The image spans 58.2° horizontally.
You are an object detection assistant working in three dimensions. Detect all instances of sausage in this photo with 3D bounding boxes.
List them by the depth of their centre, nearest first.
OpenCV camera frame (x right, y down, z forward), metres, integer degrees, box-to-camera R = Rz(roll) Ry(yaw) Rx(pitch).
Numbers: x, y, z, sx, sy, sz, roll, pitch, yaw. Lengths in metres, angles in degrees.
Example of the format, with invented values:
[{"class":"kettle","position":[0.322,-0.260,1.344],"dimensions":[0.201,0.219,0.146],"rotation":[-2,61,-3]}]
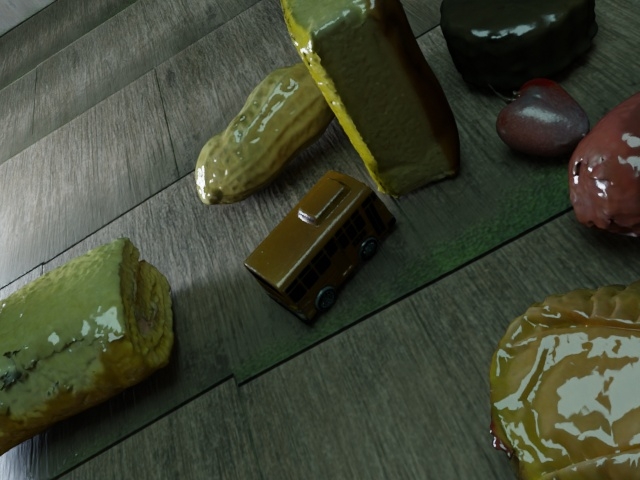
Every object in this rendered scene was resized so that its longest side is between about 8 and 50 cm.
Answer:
[{"class":"sausage","position":[0.403,-0.107,0.631],"dimensions":[0.280,0.152,0.152],"rotation":[-31,45,-2]}]

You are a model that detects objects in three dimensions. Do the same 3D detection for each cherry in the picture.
[{"class":"cherry","position":[0.296,-0.160,0.781],"dimensions":[0.106,0.087,0.126],"rotation":[-26,64,0]}]

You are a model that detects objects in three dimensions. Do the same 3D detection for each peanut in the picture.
[{"class":"peanut","position":[-0.095,-0.175,0.978],"dimensions":[0.305,0.147,0.147],"rotation":[-48,46,1]}]

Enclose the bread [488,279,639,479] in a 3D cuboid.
[{"class":"bread","position":[0.281,0.143,0.500],"dimensions":[0.274,0.149,0.274],"rotation":[-17,52,24]}]

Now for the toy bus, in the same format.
[{"class":"toy bus","position":[0.000,0.000,0.799],"dimensions":[0.201,0.114,0.098],"rotation":[-48,47,-13]}]

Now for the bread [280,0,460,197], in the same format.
[{"class":"bread","position":[0.070,-0.272,0.836],"dimensions":[0.143,0.333,0.323],"rotation":[-24,50,14]}]

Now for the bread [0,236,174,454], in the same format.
[{"class":"bread","position":[-0.413,0.174,0.861],"dimensions":[0.375,0.165,0.236],"rotation":[-27,41,9]}]

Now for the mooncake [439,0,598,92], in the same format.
[{"class":"mooncake","position":[0.306,-0.336,0.896],"dimensions":[0.228,0.124,0.228],"rotation":[-14,46,14]}]
